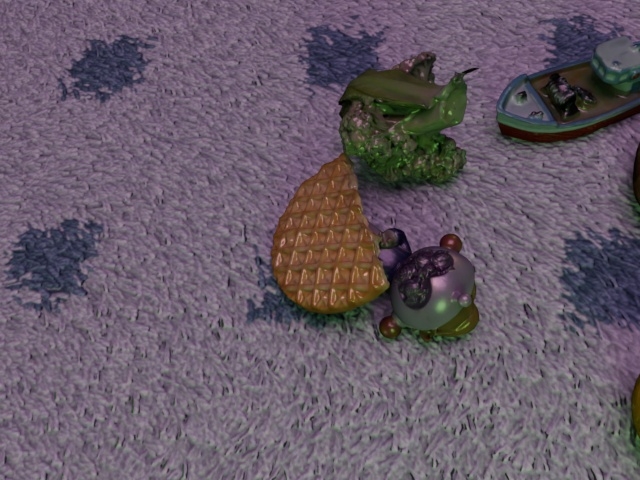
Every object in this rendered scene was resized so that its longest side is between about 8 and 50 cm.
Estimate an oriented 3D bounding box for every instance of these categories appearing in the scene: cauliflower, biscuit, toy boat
[{"bbox_3d":[0.163,-0.216,1.285,0.256,0.315,0.239,-8,90,-31],"label":"cauliflower"},{"bbox_3d":[0.000,0.000,1.252,0.204,0.040,0.309,-33,45,21],"label":"biscuit"},{"bbox_3d":[0.471,-0.278,1.370,0.331,0.133,0.145,-19,59,-5],"label":"toy boat"}]

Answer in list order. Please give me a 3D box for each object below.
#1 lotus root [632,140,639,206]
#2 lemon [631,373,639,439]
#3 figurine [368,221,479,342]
[{"bbox_3d":[0.613,-0.121,1.251,0.169,0.141,0.314,13,51,12],"label":"lotus root"},{"bbox_3d":[0.517,0.228,1.024,0.173,0.173,0.206,13,65,15],"label":"lemon"},{"bbox_3d":[0.142,0.042,1.214,0.194,0.133,0.274,-34,56,3],"label":"figurine"}]
